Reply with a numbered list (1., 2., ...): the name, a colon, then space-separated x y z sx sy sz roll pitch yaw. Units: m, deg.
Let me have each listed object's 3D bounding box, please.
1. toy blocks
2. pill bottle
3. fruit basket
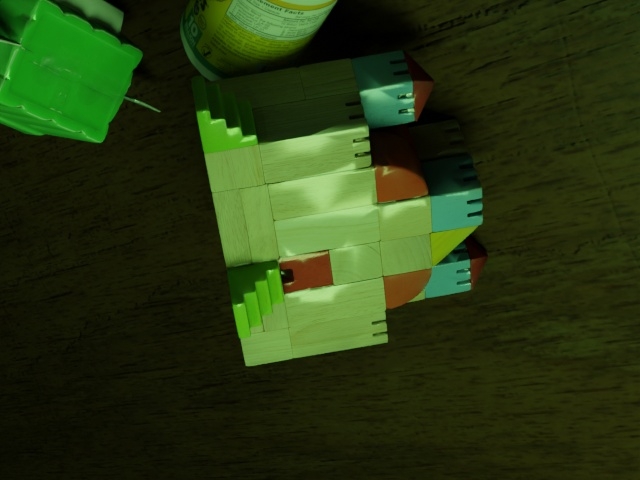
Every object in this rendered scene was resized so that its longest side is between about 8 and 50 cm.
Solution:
1. toy blocks: 0.034 -0.030 1.405 0.261 0.190 0.381 -10 135 -2
2. pill bottle: -0.041 -0.233 1.324 0.118 0.117 0.208 38 143 0
3. fruit basket: -0.370 -0.237 1.519 0.353 0.165 0.327 33 -175 27
